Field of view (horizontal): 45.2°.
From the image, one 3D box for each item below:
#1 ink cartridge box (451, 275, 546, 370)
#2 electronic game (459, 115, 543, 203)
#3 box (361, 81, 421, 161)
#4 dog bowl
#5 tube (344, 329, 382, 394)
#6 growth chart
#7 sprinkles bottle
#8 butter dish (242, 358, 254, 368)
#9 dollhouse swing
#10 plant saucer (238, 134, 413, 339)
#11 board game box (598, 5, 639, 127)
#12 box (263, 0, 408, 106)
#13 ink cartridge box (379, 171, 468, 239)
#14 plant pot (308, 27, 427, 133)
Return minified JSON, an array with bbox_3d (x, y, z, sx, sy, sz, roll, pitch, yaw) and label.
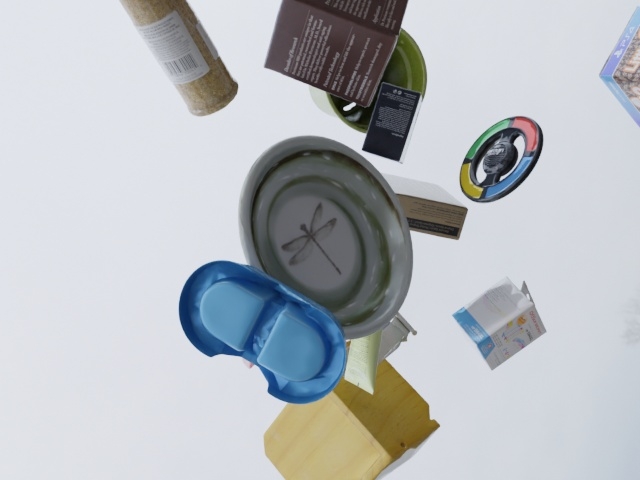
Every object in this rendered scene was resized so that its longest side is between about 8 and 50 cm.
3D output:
[{"bbox_3d":[0.330,0.144,1.389,0.143,0.090,0.092,-35,-49,1],"label":"ink cartridge box"},{"bbox_3d":[0.410,-0.186,1.758,0.048,0.229,0.229,33,-114,-29],"label":"electronic game"},{"bbox_3d":[0.164,-0.261,1.739,0.156,0.093,0.158,-21,-52,-81],"label":"box"},{"bbox_3d":[-0.087,0.143,1.261,0.166,0.297,0.074,-63,-11,13],"label":"dog bowl"},{"bbox_3d":[0.099,0.198,1.637,0.070,0.062,0.240,-79,-3,-81],"label":"tube"},{"bbox_3d":[0.137,0.275,1.992,0.237,0.021,0.172,-39,-42,-4],"label":"growth chart"},{"bbox_3d":[-0.288,-0.408,1.480,0.121,0.121,0.355,-61,-41,-32],"label":"sprinkles bottle"},{"bbox_3d":[-0.098,0.260,1.838,0.118,0.160,0.160,41,-99,-11],"label":"butter dish"},{"bbox_3d":[0.071,0.525,2.126,0.315,0.347,0.305,-17,-37,-46],"label":"dollhouse swing"},{"bbox_3d":[0.000,0.000,1.474,0.400,0.100,0.401,14,-115,-32],"label":"plant saucer"},{"bbox_3d":[0.628,-0.238,1.178,0.232,0.291,0.141,36,-98,-32],"label":"board game box"},{"bbox_3d":[0.032,-0.374,1.344,0.167,0.203,0.169,114,175,-51],"label":"box"},{"bbox_3d":[0.228,-0.089,1.891,0.235,0.193,0.088,-116,38,-69],"label":"ink cartridge box"},{"bbox_3d":[0.093,-0.409,1.968,0.275,0.254,0.276,-3,-81,-20],"label":"plant pot"}]
